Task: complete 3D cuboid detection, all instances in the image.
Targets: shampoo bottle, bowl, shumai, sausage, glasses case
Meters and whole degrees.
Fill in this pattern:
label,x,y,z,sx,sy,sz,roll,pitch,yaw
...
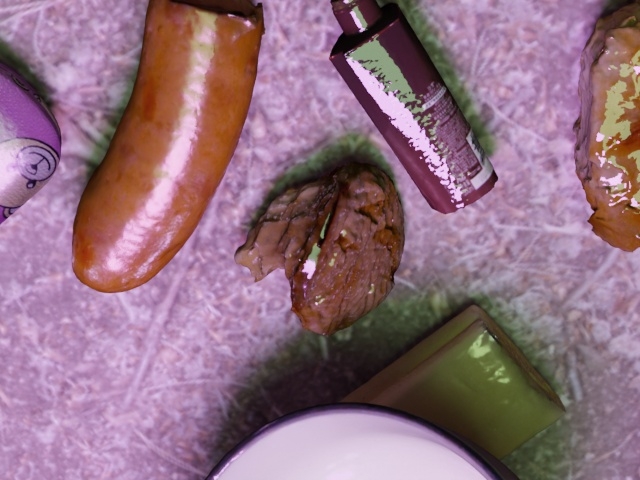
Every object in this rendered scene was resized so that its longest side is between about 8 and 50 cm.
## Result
label,x,y,z,sx,sy,sz,roll,pitch,yaw
shampoo bottle,0.058,-0.128,1.288,0.067,0.068,0.236,-28,111,13
bowl,0.063,0.309,1.322,0.353,0.185,0.354,-3,83,28
shumai,0.008,-0.004,1.342,0.123,0.105,0.139,-6,136,-47
sausage,-0.124,-0.077,1.290,0.108,0.109,0.271,21,111,-11
glasses case,-0.348,-0.022,1.318,0.316,0.076,0.123,-37,109,13

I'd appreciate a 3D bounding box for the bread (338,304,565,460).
label,x,y,z,sx,sy,sz,roll,pitch,yaw
bread,0.107,0.154,1.417,0.178,0.060,0.139,-39,109,14

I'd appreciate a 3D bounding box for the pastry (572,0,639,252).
label,x,y,z,sx,sy,sz,roll,pitch,yaw
pastry,0.293,-0.093,1.293,0.218,0.100,0.229,33,107,-15
